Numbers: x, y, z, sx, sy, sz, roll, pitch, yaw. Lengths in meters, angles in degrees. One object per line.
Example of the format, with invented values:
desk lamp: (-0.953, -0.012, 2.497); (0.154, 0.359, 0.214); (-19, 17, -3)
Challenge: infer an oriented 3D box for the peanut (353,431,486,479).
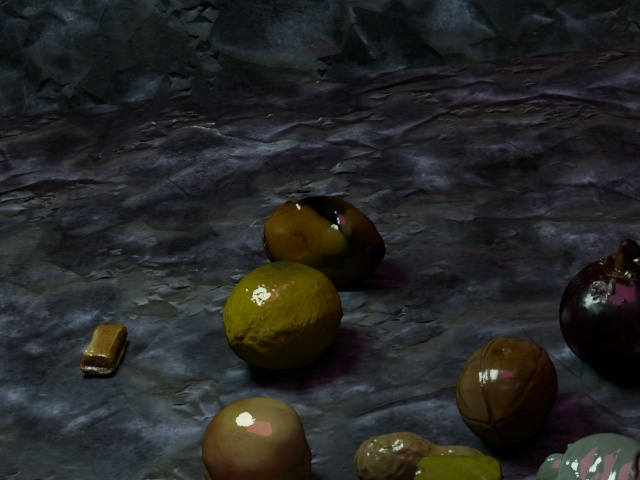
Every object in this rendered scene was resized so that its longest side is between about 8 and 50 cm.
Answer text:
peanut: (0.160, 0.357, 1.698); (0.226, 0.108, 0.095); (6, 40, 19)

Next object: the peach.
peach: (-0.104, 0.338, 1.726); (0.184, 0.184, 0.184); (-6, 29, 3)

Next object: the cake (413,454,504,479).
cake: (0.192, 0.426, 1.495); (0.156, 0.179, 0.260); (1, 27, 14)

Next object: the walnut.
walnut: (0.312, 0.247, 1.805); (0.167, 0.167, 0.207); (6, 30, 23)

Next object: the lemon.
lemon: (-0.070, 0.142, 2.037); (0.260, 0.204, 0.204); (-18, 29, -35)

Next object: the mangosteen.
mangosteen: (0.535, 0.102, 1.903); (0.235, 0.261, 0.235); (-7, 31, 4)

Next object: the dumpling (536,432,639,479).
dumpling: (0.435, 0.369, 1.626); (0.219, 0.108, 0.153); (-7, 45, 26)

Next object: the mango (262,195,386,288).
mango: (0.000, 0.000, 2.288); (0.287, 0.201, 0.152); (11, 14, 40)

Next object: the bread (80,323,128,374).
bread: (-0.429, 0.216, 2.148); (0.074, 0.053, 0.132); (0, 29, 5)
